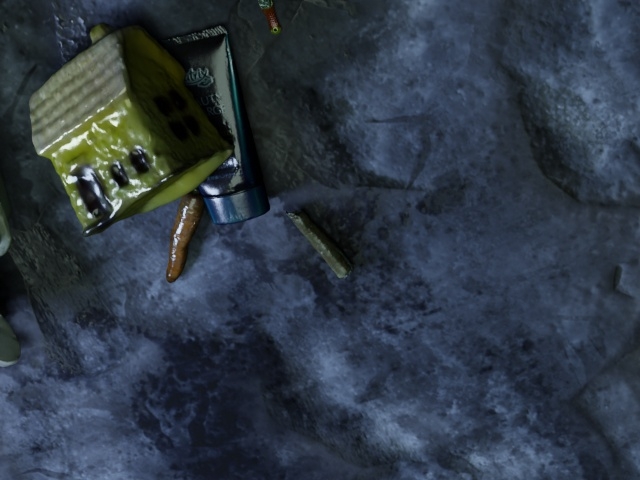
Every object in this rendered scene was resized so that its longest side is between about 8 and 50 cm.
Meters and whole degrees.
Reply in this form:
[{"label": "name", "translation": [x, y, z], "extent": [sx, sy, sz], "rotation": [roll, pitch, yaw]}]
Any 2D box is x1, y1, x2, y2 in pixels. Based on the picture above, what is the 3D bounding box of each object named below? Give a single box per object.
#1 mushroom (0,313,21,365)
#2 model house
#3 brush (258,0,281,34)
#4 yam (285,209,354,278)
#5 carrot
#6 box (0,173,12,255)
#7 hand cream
[{"label": "mushroom", "translation": [-0.599, 0.128, 2.063], "extent": [0.329, 0.122, 0.159], "rotation": [-7, 108, 26]}, {"label": "model house", "translation": [-0.261, -0.157, 1.897], "extent": [0.193, 0.175, 0.234], "rotation": [-31, 85, 33]}, {"label": "brush", "translation": [-0.071, -0.307, 1.885], "extent": [0.019, 0.021, 0.083], "rotation": [-15, 117, 9]}, {"label": "yam", "translation": [0.000, 0.000, 2.042], "extent": [0.129, 0.027, 0.033], "rotation": [50, 150, -22]}, {"label": "carrot", "translation": [-0.198, -0.003, 2.052], "extent": [0.036, 0.035, 0.165], "rotation": [18, 121, -6]}, {"label": "box", "translation": [-0.554, -0.092, 1.952], "extent": [0.221, 0.166, 0.290], "rotation": [-9, 116, 10]}, {"label": "hand cream", "translation": [-0.146, -0.155, 1.961], "extent": [0.120, 0.061, 0.270], "rotation": [-11, 110, 16]}]
